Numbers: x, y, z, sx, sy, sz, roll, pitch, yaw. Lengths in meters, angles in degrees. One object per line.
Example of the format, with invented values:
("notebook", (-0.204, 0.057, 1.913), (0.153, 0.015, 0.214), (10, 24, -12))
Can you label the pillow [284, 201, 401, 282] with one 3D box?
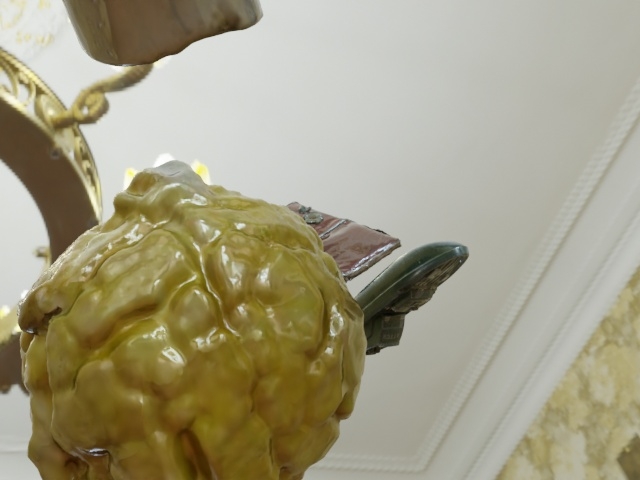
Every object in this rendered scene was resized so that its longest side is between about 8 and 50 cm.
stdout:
("pillow", (0.000, 0.000, 1.394), (0.126, 0.232, 0.043), (-36, -52, -31))

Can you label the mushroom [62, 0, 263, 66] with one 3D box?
("mushroom", (-0.100, -0.248, 0.485), (0.292, 0.292, 0.290), (-23, -62, 2))

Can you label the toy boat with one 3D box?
("toy boat", (0.107, 0.078, 1.227), (0.078, 0.085, 0.260), (-1, -31, -40))

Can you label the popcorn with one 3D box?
("popcorn", (-0.127, 0.115, 1.005), (0.354, 0.390, 0.344), (-4, -42, 3))
